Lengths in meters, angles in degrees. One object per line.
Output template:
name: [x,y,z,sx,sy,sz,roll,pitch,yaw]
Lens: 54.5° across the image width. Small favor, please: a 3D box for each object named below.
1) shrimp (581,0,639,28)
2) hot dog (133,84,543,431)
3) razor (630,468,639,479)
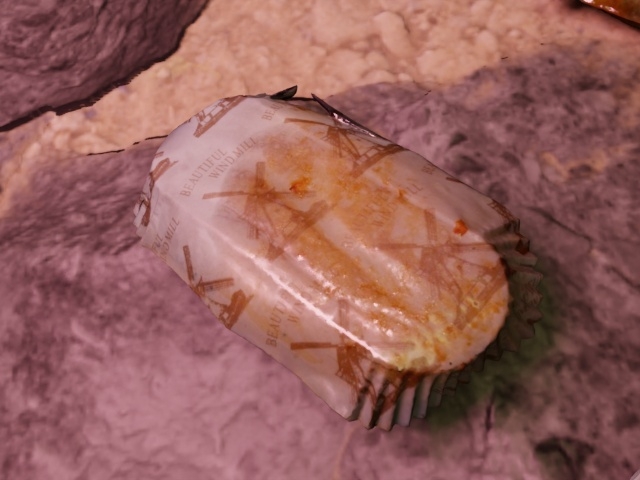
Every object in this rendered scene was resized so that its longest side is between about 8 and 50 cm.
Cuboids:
shrimp: [0.267,-0.207,0.446,0.296,0.058,0.169,31,70,13]
hot dog: [0.000,0.000,0.391,0.270,0.082,0.162,35,70,25]
razor: [0.253,0.083,0.350,0.068,0.037,0.191,35,76,22]
